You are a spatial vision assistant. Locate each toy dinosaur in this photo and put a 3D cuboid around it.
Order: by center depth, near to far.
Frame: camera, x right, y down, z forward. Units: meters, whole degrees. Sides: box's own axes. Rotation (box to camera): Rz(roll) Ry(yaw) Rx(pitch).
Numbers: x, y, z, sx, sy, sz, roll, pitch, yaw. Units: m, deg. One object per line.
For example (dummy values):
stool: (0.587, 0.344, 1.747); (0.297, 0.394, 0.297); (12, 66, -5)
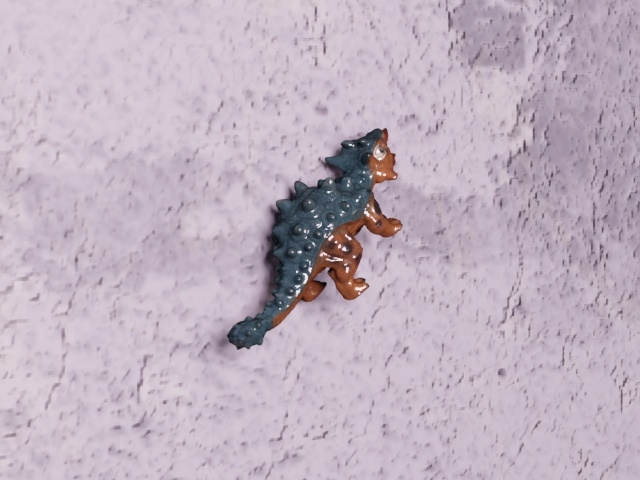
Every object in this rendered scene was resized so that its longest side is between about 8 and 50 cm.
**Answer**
toy dinosaur: (0.000, 0.000, 0.967); (0.154, 0.049, 0.055); (-55, 126, -31)
